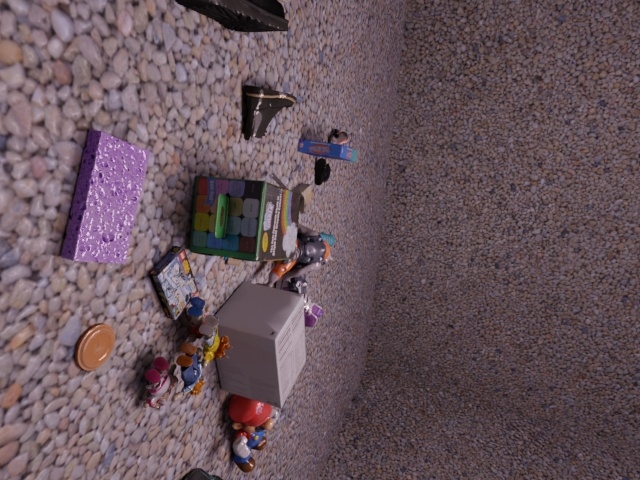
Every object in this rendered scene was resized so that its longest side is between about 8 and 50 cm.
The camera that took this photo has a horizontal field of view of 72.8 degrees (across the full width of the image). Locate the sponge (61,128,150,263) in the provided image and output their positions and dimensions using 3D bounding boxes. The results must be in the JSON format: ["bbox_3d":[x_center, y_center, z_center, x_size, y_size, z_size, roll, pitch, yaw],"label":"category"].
[{"bbox_3d":[-0.356,-0.068,0.730,0.117,0.031,0.210,20,81,-72],"label":"sponge"}]

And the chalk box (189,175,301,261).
[{"bbox_3d":[-0.185,-0.049,1.022,0.289,0.178,0.181,6,91,-71],"label":"chalk box"}]

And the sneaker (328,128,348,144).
[{"bbox_3d":[0.078,-0.442,1.829,0.158,0.061,0.065,-55,144,-53],"label":"sneaker"}]

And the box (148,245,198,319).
[{"bbox_3d":[-0.318,0.093,0.950,0.094,0.027,0.137,-59,153,-45],"label":"box"}]

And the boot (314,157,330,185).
[{"bbox_3d":[0.014,-0.284,1.739,0.099,0.045,0.121,-48,152,-55],"label":"boot"}]

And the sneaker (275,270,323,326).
[{"bbox_3d":[-0.067,0.212,1.590,0.282,0.160,0.102,82,27,-43],"label":"sneaker"}]

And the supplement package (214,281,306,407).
[{"bbox_3d":[-0.168,0.295,1.249,0.198,0.199,0.263,-55,150,-53],"label":"supplement package"}]

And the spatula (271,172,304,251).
[{"bbox_3d":[-0.101,-0.094,1.246,0.242,0.019,0.168,-129,-140,-52],"label":"spatula"}]

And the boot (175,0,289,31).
[{"bbox_3d":[-0.158,-0.583,0.884,0.348,0.131,0.261,-30,128,-67],"label":"boot"}]

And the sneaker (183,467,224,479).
[{"bbox_3d":[-0.307,0.707,1.221,0.267,0.106,0.101,64,41,-60],"label":"sneaker"}]

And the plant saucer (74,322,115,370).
[{"bbox_3d":[-0.399,0.191,0.776,0.083,0.013,0.084,10,90,-73],"label":"plant saucer"}]

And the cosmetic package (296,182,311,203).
[{"bbox_3d":[-0.071,-0.158,1.553,0.115,0.041,0.060,-53,148,-55],"label":"cosmetic package"}]

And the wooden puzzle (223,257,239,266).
[{"bbox_3d":[-0.236,0.034,1.199,0.116,0.014,0.079,41,57,-70],"label":"wooden puzzle"}]

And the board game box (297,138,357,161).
[{"bbox_3d":[0.030,-0.325,1.577,0.210,0.159,0.047,-17,117,-70],"label":"board game box"}]

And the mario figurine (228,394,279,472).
[{"bbox_3d":[-0.200,0.605,1.371,0.198,0.169,0.321,-112,-157,-50],"label":"mario figurine"}]

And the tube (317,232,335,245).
[{"bbox_3d":[0.000,0.000,1.871,0.207,0.052,0.080,-2,92,-66],"label":"tube"}]

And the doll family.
[{"bbox_3d":[-0.283,0.272,0.985,0.163,0.118,0.263,103,10,-49],"label":"doll family"}]

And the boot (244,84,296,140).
[{"bbox_3d":[-0.144,-0.342,1.189,0.197,0.076,0.137,-16,121,-56],"label":"boot"}]

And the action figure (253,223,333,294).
[{"bbox_3d":[-0.071,0.084,1.417,0.330,0.178,0.342,-10,93,-53],"label":"action figure"}]
